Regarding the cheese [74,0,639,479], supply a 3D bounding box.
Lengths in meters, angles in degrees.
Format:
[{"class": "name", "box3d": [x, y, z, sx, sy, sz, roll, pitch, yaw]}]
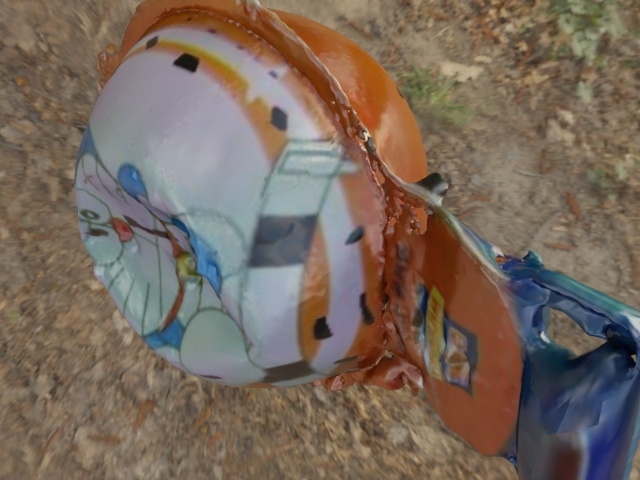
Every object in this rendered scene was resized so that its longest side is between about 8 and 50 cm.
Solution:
[{"class": "cheese", "box3d": [0.000, 0.000, 0.476, 0.129, 0.329, 0.217, -31, 139, -32]}]
